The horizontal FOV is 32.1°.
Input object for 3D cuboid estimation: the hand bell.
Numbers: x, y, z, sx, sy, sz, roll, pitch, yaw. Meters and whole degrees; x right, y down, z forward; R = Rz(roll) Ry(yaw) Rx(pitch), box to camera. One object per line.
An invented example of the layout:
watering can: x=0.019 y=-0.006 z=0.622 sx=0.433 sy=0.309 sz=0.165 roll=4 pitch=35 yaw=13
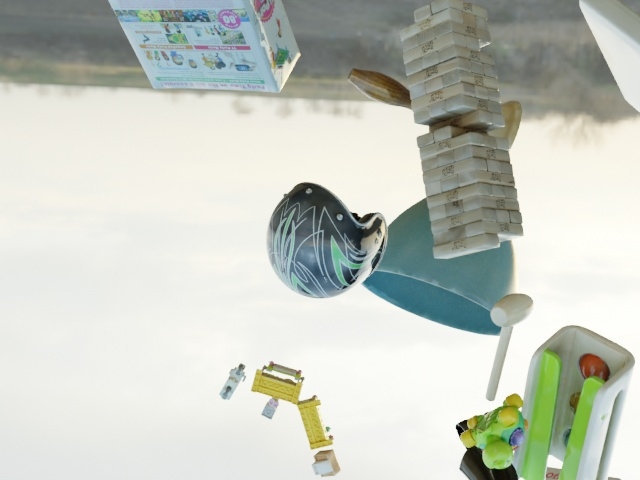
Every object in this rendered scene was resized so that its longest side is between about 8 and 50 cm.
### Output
hand bell: x=0.152 y=-0.191 z=1.593 sx=0.242 sy=0.126 sz=0.126 roll=23 pitch=-176 yaw=-12

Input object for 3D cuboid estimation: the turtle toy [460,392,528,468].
turtle toy: x=0.258 y=0.283 z=1.612 sx=0.095 sy=0.066 sz=0.130 roll=-36 pitch=-177 yaw=26

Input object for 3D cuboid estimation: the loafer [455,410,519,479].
loafer: x=0.250 y=0.356 z=1.695 sx=0.078 sy=0.080 sz=0.220 roll=-3 pitch=-145 yaw=-3

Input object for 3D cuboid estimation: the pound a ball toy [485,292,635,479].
pound a ball toy: x=0.363 y=0.236 z=1.713 sx=0.208 sy=0.319 sz=0.135 roll=29 pitch=-137 yaw=34

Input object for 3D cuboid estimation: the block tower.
block tower: x=0.188 y=-0.146 z=1.488 sx=0.097 sy=0.335 sz=0.091 roll=4 pitch=166 yaw=-44

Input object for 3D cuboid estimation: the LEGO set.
LEGO set: x=-0.050 y=0.324 z=2.162 sx=0.287 sy=0.132 sz=0.107 roll=38 pitch=-168 yaw=-1

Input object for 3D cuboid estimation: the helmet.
helmet: x=0.000 y=0.000 z=1.601 sx=0.169 sy=0.169 sz=0.161 roll=9 pitch=-172 yaw=39

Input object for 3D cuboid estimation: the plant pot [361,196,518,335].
plant pot: x=0.234 y=0.026 z=1.993 sx=0.290 sy=0.195 sz=0.290 roll=21 pitch=167 yaw=5

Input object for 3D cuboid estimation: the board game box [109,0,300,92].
board game box: x=-0.183 y=-0.354 z=1.583 sx=0.224 sy=0.303 sz=0.097 roll=6 pitch=-129 yaw=24

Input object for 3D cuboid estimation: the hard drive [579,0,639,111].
hard drive: x=0.511 y=-0.208 z=1.600 sx=0.047 sy=0.233 sz=0.353 roll=-35 pitch=-142 yaw=5

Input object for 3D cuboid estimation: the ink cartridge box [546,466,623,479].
ink cartridge box: x=0.482 y=0.612 z=2.183 sx=0.270 sy=0.197 sz=0.198 roll=-40 pitch=-159 yaw=-31
